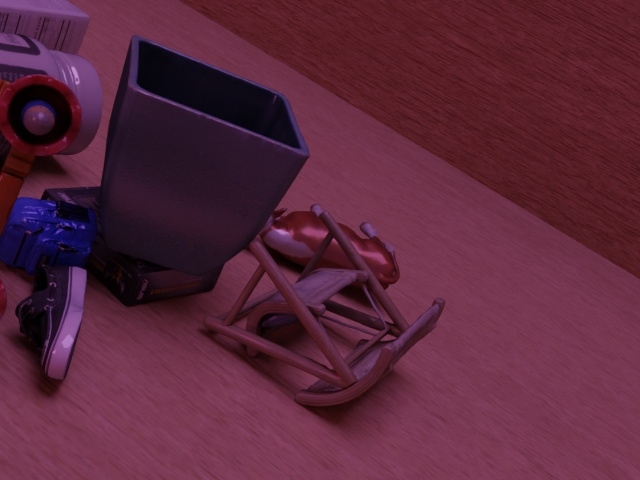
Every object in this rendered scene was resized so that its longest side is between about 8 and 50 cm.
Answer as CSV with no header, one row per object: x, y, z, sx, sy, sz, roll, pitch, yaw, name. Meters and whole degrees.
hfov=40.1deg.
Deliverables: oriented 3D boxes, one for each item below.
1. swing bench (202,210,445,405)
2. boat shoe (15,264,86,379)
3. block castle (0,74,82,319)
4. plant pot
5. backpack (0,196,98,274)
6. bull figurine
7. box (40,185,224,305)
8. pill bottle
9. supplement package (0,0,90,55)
0.015,0.110,1.288,0.255,0.165,0.253,38,23,13,swing bench
-0.327,0.088,1.053,0.076,0.080,0.228,13,24,-16,boat shoe
-0.506,-0.101,0.883,0.453,0.303,0.213,22,2,-22,block castle
-0.193,-0.100,1.236,0.247,0.252,0.248,20,22,-20,plant pot
-0.370,-0.003,1.178,0.120,0.098,0.101,16,25,-28,backpack
0.000,0.000,1.591,0.310,0.101,0.188,27,20,2,bull figurine
-0.287,0.000,1.324,0.231,0.056,0.183,38,23,25,box
-0.532,-0.225,1.350,0.204,0.204,0.361,41,25,31,pill bottle
-0.612,-0.380,1.615,0.199,0.198,0.263,36,23,19,supplement package
